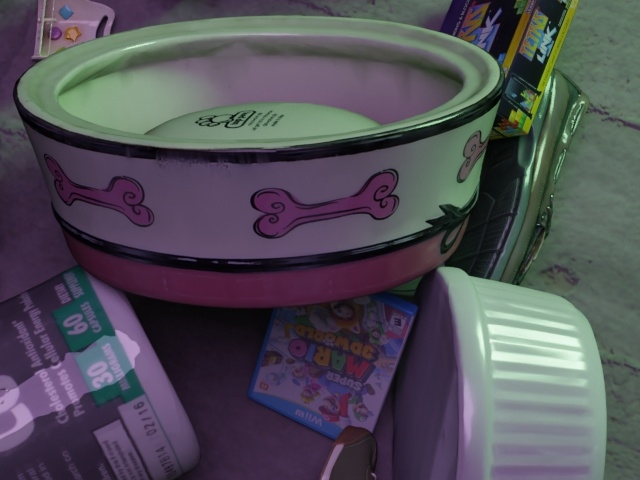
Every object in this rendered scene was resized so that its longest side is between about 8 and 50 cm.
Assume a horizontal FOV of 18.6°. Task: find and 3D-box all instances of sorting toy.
[{"bbox_3d":[-0.235,-0.200,1.865,0.075,0.045,0.083,4,70,-4],"label":"sorting toy"}]

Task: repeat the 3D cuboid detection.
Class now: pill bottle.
[{"bbox_3d":[-0.300,0.180,1.643,0.361,0.204,0.204,-27,72,-8],"label":"pill bottle"}]

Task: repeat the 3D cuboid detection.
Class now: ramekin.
[{"bbox_3d":[0.146,0.160,1.612,0.127,0.273,0.272,4,70,-8],"label":"ramekin"}]

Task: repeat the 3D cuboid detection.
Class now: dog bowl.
[{"bbox_3d":[-0.049,-0.071,1.647,0.408,0.408,0.150,-1,111,2],"label":"dog bowl"}]

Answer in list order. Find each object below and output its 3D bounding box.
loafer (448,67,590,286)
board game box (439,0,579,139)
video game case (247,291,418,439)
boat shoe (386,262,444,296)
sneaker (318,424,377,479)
[{"bbox_3d":[0.188,-0.038,1.766,0.084,0.096,0.267,25,69,-24],"label":"loafer"},{"bbox_3d":[0.159,-0.173,1.788,0.048,0.141,0.170,33,69,-29],"label":"board game box"},{"bbox_3d":[0.008,0.098,1.694,0.119,0.166,0.015,25,37,10],"label":"video game case"},{"bbox_3d":[0.000,0.000,1.764,0.226,0.076,0.083,3,70,3],"label":"boat shoe"},{"bbox_3d":[0.031,0.246,1.647,0.086,0.064,0.192,11,50,19],"label":"sneaker"}]
